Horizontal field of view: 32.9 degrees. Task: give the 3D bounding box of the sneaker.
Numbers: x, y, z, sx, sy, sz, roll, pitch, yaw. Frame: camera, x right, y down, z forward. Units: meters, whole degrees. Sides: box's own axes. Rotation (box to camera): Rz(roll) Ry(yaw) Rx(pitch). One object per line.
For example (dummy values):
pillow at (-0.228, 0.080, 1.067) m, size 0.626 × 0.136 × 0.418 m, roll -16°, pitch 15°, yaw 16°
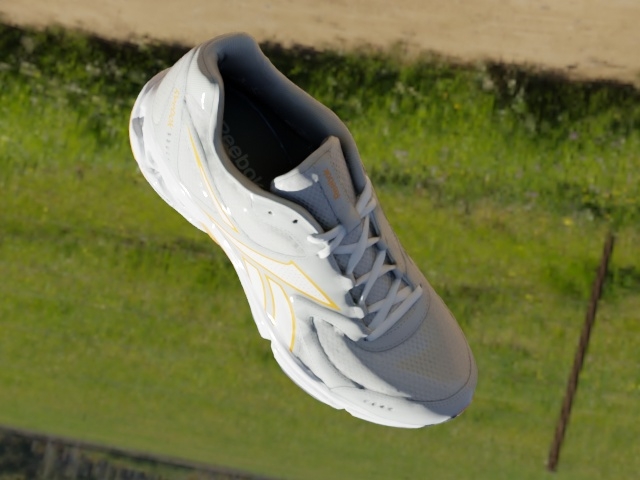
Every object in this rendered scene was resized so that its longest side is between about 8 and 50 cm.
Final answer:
sneaker at (0.000, 0.000, 0.597) m, size 0.262 × 0.099 × 0.121 m, roll 47°, pitch 157°, yaw -6°
